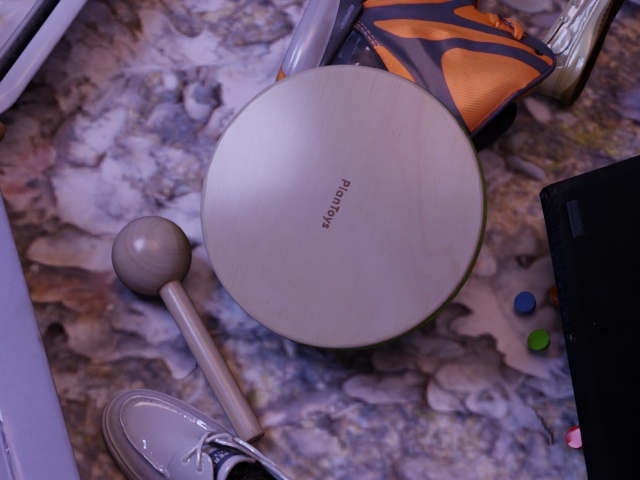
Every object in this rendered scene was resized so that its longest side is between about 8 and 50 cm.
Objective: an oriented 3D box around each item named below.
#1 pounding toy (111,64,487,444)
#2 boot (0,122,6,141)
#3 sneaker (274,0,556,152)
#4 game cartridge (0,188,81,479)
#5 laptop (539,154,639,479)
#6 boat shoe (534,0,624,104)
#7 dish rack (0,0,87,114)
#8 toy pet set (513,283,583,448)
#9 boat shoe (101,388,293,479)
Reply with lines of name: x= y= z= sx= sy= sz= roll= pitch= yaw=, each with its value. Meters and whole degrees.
pounding toy: x=0.000 y=0.000 z=1.081 sx=0.237 sy=0.110 sz=0.183 roll=-38 pitch=80 yaw=3
boot: x=-0.365 y=-0.011 z=0.979 sx=0.264 sy=0.096 sz=0.280 roll=20 pitch=70 yaw=3
sneaker: x=0.091 y=-0.178 z=1.195 sx=0.180 sy=0.124 sz=0.321 roll=23 pitch=64 yaw=-2
game cartridge: x=-0.264 y=0.083 z=0.888 sx=0.230 sy=0.068 sz=0.355 roll=-12 pitch=63 yaw=-15
laptop: x=0.383 y=0.112 z=0.989 sx=0.408 sy=0.236 sz=0.382 roll=-18 pitch=47 yaw=17
boat shoe: x=0.197 y=-0.178 z=1.212 sx=0.048 sy=0.056 sz=0.153 roll=23 pitch=90 yaw=15
dish rack: x=-0.312 y=-0.237 z=1.148 sx=0.333 sy=0.072 sz=0.285 roll=30 pitch=63 yaw=-1
toy pet set: x=0.207 y=0.076 z=1.088 sx=0.114 sy=0.065 sz=0.122 roll=-26 pitch=56 yaw=16
boat shoe: x=-0.057 y=0.146 z=0.984 sx=0.184 sy=0.063 sz=0.066 roll=42 pitch=61 yaw=16
